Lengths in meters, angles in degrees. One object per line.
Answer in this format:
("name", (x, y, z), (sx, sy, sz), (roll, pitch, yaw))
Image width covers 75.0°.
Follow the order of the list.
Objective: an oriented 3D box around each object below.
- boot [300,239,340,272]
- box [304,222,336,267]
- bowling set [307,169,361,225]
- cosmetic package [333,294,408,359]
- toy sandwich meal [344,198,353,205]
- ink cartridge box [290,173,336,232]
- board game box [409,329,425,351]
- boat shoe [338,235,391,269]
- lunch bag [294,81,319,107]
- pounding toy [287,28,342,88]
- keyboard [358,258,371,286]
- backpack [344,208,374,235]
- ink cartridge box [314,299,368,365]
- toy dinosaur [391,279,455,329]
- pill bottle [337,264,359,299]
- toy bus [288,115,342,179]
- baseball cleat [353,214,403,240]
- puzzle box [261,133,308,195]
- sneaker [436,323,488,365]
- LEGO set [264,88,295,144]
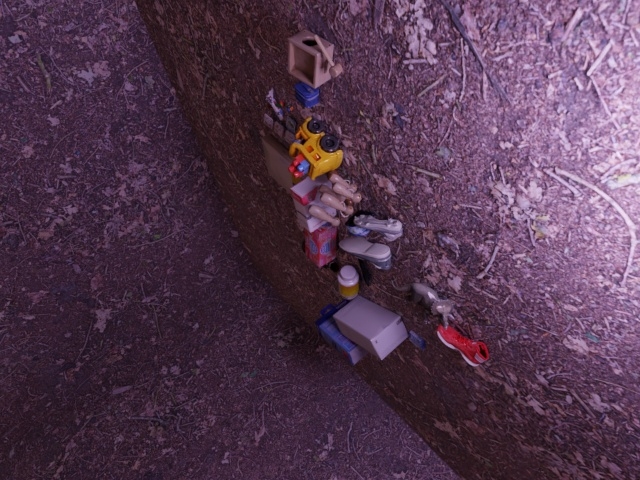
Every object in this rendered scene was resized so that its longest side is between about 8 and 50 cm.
("boot", (0.003, 0.092, 2.439), (0.236, 0.085, 0.179), (48, 165, -33))
("box", (0.000, 0.000, 2.210), (0.128, 0.123, 0.256), (40, 146, 33))
("bowling set", (0.085, -0.203, 1.746), (0.154, 0.199, 0.287), (27, 152, -17))
("cosmetic package", (0.268, 0.466, 2.289), (0.385, 0.217, 0.156), (23, 144, 59))
("toy sandwich meal", (0.112, -0.186, 1.839), (0.085, 0.029, 0.085), (45, 158, 23))
("ink cartridge box", (-0.028, -0.181, 1.954), (0.100, 0.172, 0.237), (40, 156, 35))
("board game box", (0.494, 0.514, 2.134), (0.090, 0.020, 0.090), (40, 156, 38))
("boat shoe", (0.201, 0.060, 1.917), (0.320, 0.116, 0.099), (17, 135, 52))
("lunch bag", (-0.052, -0.553, 1.555), (0.098, 0.067, 0.065), (47, 159, 23))
("pounding toy", (0.001, -0.594, 1.345), (0.206, 0.094, 0.181), (37, 151, 19))
("keyboard", (0.235, 0.159, 2.144), (0.100, 0.038, 0.192), (-113, 2, -51))
("backpack", (0.170, -0.067, 1.776), (0.105, 0.114, 0.084), (19, 141, 57))
("ink cartridge box", (0.156, 0.538, 2.572), (0.395, 0.270, 0.151), (32, 149, 46))
("toy dinosaur", (0.434, 0.239, 1.727), (0.313, 0.121, 0.160), (48, 148, 29))
("pill bottle", (0.154, 0.227, 2.293), (0.117, 0.117, 0.215), (43, 158, 29))
("toy bus", (-0.053, -0.353, 1.675), (0.220, 0.211, 0.149), (52, 162, 11))
("baseball cleat", (0.230, -0.044, 1.674), (0.206, 0.072, 0.109), (11, 139, 35))
("puzzle box", (-0.149, -0.337, 2.153), (0.409, 0.052, 0.272), (44, 158, 26))
("sneaker", (0.585, 0.404, 1.688), (0.221, 0.087, 0.128), (38, 149, 8))
("LEGO set", (-0.171, -0.560, 1.884), (0.182, 0.060, 0.244), (39, 160, 6))
